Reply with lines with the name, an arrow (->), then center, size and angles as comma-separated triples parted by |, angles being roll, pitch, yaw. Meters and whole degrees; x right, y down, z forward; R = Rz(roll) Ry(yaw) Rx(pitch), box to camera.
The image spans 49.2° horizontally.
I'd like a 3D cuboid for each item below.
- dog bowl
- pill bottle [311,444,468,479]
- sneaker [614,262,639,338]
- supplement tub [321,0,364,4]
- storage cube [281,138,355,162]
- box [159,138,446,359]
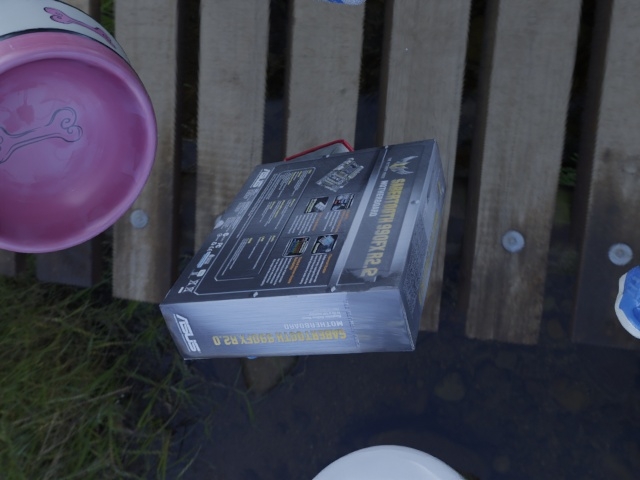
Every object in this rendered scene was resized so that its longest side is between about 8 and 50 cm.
dog bowl -> -0.440, -0.160, 1.094 | 0.150, 0.408, 0.407 | 38, 111, 37
pill bottle -> 0.086, 0.240, 0.480 | 0.136, 0.136, 0.245 | -28, 139, 13
sneaker -> 0.514, 0.082, 1.096 | 0.058, 0.152, 0.084 | 36, 129, -1
supplement tub -> -0.016, -0.209, 0.498 | 0.107, 0.071, 0.071 | 13, 107, 18
storage cube -> -0.003, -0.013, 1.070 | 0.183, 0.215, 0.193 | 48, 121, 7
box -> 0.000, 0.000, 0.578 | 0.183, 0.231, 0.056 | -5, 121, 19
